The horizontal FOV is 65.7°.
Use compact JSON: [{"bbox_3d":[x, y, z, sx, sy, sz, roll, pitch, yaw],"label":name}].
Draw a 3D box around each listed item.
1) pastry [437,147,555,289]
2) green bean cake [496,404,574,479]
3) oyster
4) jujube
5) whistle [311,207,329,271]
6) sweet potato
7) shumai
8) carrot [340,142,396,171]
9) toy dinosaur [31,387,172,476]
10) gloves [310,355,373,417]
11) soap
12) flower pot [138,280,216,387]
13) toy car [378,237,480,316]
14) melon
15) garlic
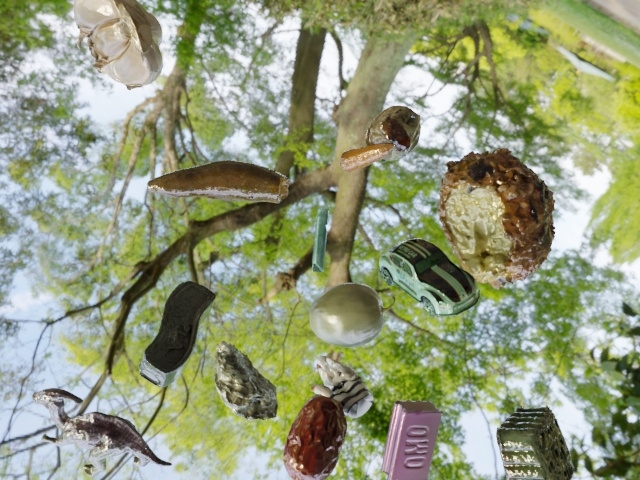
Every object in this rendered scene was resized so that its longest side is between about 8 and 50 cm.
[{"bbox_3d":[0.535,-0.081,1.466,0.337,0.292,0.406,-26,-86,-41],"label":"pastry"},{"bbox_3d":[0.476,0.472,1.086,0.181,0.094,0.173,-9,-98,-50],"label":"green bean cake"},{"bbox_3d":[-0.153,0.292,1.015,0.177,0.064,0.125,40,-156,-20],"label":"oyster"},{"bbox_3d":[-0.016,0.582,1.452,0.174,0.174,0.251,23,-114,-12],"label":"jujube"},{"bbox_3d":[0.000,0.000,1.452,0.039,0.187,0.039,5,-177,0],"label":"whistle"},{"bbox_3d":[-0.166,-0.104,0.843,0.243,0.077,0.077,4,-142,-19],"label":"sweet potato"},{"bbox_3d":[0.250,-0.333,1.594,0.201,0.202,0.120,13,-151,-26],"label":"shumai"},{"bbox_3d":[0.156,-0.272,1.552,0.072,0.204,0.072,14,-109,-44],"label":"carrot"},{"bbox_3d":[-0.441,0.393,0.984,0.293,0.162,0.077,26,-146,-16],"label":"toy dinosaur"},{"bbox_3d":[0.067,0.477,1.641,0.131,0.140,0.218,27,-171,-40],"label":"gloves"},{"bbox_3d":[0.236,0.521,1.288,0.122,0.203,0.065,6,-169,-19],"label":"soap"},{"bbox_3d":[-0.329,0.212,1.140,0.103,0.108,0.229,24,-126,-8],"label":"flower pot"},{"bbox_3d":[0.266,0.076,1.262,0.136,0.125,0.306,-26,-150,-17],"label":"toy car"},{"bbox_3d":[0.109,0.290,1.927,0.271,0.307,0.272,25,-124,-44],"label":"melon"},{"bbox_3d":[-0.448,-0.475,1.134,0.230,0.177,0.143,61,-143,-31],"label":"garlic"}]
